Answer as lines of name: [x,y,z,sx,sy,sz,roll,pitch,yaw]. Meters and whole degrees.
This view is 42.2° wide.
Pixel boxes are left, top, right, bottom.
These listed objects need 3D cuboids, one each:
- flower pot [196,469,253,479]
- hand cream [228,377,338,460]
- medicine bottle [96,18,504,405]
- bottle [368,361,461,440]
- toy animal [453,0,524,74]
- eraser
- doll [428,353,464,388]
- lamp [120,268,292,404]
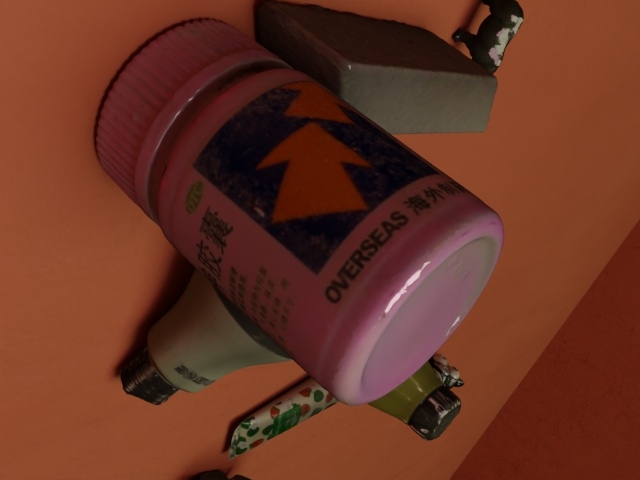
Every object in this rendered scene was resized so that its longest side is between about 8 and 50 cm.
flower pot: [-0.163,0.510,1.277,0.259,0.290,0.290,-65,154,3]
hand cream: [-0.034,0.266,1.345,0.276,0.059,0.095,-25,144,-35]
medicine bottle: [-0.022,-0.029,0.645,0.178,0.291,0.178,-39,154,-23]
bottle: [0.071,0.154,1.102,0.112,0.260,0.112,-38,153,-23]
toy animal: [0.193,-0.231,0.992,0.047,0.065,0.135,-14,139,-51]
eraser: [0.068,-0.163,0.825,0.352,0.111,0.077,-11,138,-54]
doll: [0.251,0.299,1.826,0.067,0.091,0.219,-58,156,17]
lamp: [-0.066,0.080,0.877,0.314,0.182,0.182,-54,156,23]
